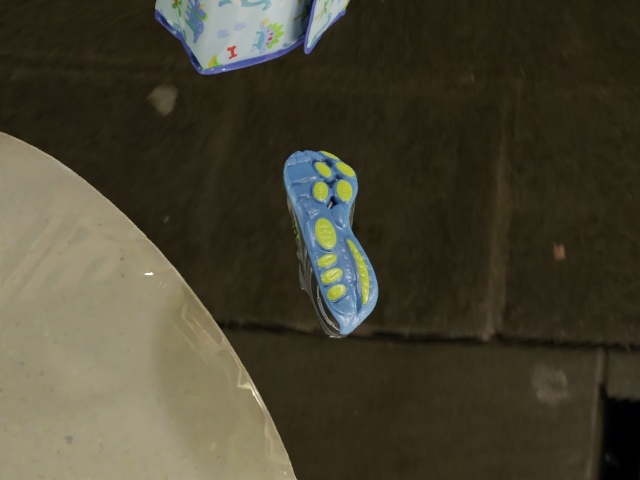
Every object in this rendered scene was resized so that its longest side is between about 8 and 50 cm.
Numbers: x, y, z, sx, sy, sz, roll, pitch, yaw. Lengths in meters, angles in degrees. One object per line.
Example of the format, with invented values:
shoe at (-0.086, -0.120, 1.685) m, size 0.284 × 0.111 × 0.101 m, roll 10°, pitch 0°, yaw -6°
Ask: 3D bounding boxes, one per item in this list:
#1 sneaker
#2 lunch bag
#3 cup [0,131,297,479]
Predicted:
sneaker at (0.000, 0.000, 1.475) m, size 0.067 × 0.188 × 0.078 m, roll 2°, pitch 143°, yaw -20°
lunch bag at (-0.032, -0.201, 1.251) m, size 0.151 × 0.096 × 0.129 m, roll -19°, pitch 145°, yaw -30°
cup at (-0.204, 0.140, 0.870) m, size 0.237 × 0.331 × 0.331 m, roll -35°, pitch 103°, yaw -33°
